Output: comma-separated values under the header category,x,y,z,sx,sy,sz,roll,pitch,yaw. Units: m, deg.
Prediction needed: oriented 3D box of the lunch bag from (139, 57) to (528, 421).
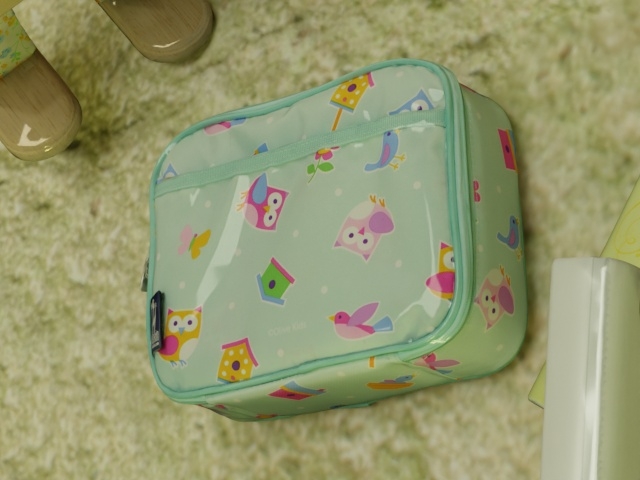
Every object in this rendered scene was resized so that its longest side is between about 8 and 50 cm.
category,x,y,z,sx,sy,sz,roll,pitch,yaw
lunch bag,0.000,0.000,1.337,0.279,0.108,0.224,-14,69,32

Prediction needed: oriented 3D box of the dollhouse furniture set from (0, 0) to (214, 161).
category,x,y,z,sx,sy,sz,roll,pitch,yaw
dollhouse furniture set,-0.125,-0.244,1.356,0.394,0.362,0.256,-37,63,-6

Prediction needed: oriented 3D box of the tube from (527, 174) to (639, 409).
category,x,y,z,sx,sy,sz,roll,pitch,yaw
tube,0.210,0.008,1.218,0.070,0.062,0.240,29,89,-3

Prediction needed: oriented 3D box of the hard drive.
category,x,y,z,sx,sy,sz,roll,pitch,yaw
hard drive,0.188,0.206,1.061,0.047,0.233,0.353,-5,74,36
